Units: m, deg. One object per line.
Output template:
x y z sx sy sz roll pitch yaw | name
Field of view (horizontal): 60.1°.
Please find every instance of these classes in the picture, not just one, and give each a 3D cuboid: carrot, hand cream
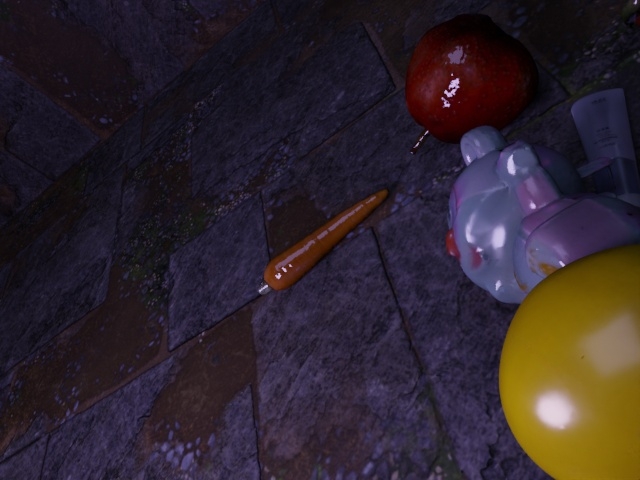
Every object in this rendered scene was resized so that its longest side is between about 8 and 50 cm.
0.000 0.000 1.110 0.336 0.069 0.069 -40 40 7 | carrot
0.433 -0.134 0.829 0.079 0.048 0.255 -14 48 29 | hand cream

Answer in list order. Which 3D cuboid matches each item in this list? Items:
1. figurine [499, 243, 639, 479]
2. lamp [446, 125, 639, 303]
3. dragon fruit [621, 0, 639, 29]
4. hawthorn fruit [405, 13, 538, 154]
0.298 0.150 0.495 0.215 0.344 0.187 -48 34 -2 | figurine
0.296 -0.017 0.689 0.247 0.247 0.301 -28 27 -4 | lamp
0.577 -0.351 0.765 0.273 0.218 0.198 -25 8 34 | dragon fruit
0.240 -0.268 0.998 0.266 0.210 0.230 -47 43 26 | hawthorn fruit
